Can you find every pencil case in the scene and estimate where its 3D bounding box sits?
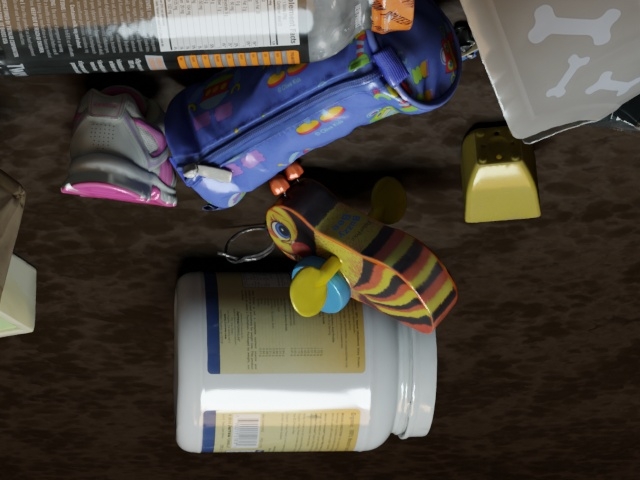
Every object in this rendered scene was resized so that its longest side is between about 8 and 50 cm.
[{"bbox_3d":[-0.018,-0.128,1.495,0.306,0.133,0.119,-23,110,39],"label":"pencil case"}]

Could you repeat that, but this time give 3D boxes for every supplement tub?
[{"bbox_3d":[-0.024,0.152,2.043,0.316,0.228,0.228,1,158,-7],"label":"supplement tub"},{"bbox_3d":[-0.093,-0.220,1.174,0.316,0.194,0.193,-3,158,-1],"label":"supplement tub"}]

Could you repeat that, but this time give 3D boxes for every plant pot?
[{"bbox_3d":[0.189,-0.077,1.711,0.081,0.081,0.083,-4,148,5],"label":"plant pot"}]

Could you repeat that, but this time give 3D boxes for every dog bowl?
[{"bbox_3d":[0.116,-0.227,1.015,0.102,0.349,0.349,-19,155,9],"label":"dog bowl"}]

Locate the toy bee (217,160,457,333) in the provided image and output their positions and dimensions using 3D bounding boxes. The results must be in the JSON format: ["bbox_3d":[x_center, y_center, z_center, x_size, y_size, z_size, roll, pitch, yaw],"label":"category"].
[{"bbox_3d":[0.000,0.000,1.773,0.298,0.195,0.162,2,135,18],"label":"toy bee"}]

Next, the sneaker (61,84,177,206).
[{"bbox_3d":[-0.189,-0.094,1.599,0.103,0.111,0.252,7,180,-2],"label":"sneaker"}]

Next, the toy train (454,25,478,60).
[{"bbox_3d":[0.166,-0.196,1.483,0.158,0.027,0.036,-23,161,39],"label":"toy train"}]

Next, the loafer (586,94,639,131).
[{"bbox_3d":[0.296,-0.138,1.612,0.170,0.062,0.061,8,178,-17],"label":"loafer"}]

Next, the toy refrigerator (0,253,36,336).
[{"bbox_3d":[-0.443,0.039,1.902,0.102,0.094,0.269,-9,156,17],"label":"toy refrigerator"}]

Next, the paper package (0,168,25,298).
[{"bbox_3d":[-0.497,-0.015,1.564,0.325,0.168,0.309,-22,132,39],"label":"paper package"}]
